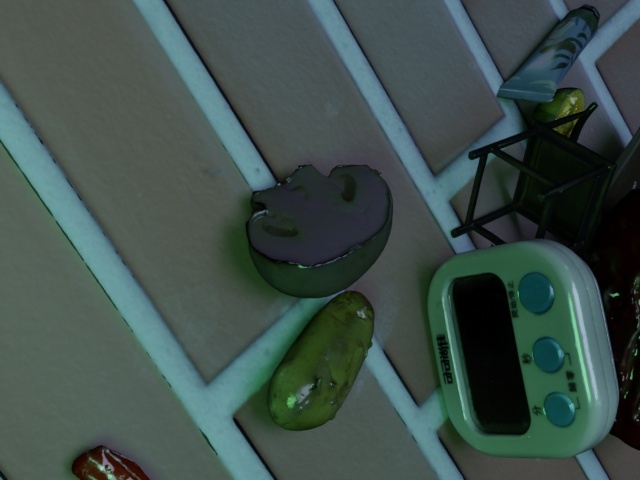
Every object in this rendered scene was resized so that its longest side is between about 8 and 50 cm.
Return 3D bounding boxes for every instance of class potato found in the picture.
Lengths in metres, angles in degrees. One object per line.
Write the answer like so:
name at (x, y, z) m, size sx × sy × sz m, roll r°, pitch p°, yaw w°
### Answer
potato at (0.002, 0.137, 1.043) m, size 0.188 × 0.085 × 0.105 m, roll -56°, pitch 153°, yaw -29°

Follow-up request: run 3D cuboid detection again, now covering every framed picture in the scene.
framed picture at (0.484, -0.063, 1.426) m, size 0.260 × 0.023 × 0.189 m, roll -48°, pitch 136°, yaw -33°

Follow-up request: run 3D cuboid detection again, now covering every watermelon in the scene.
watermelon at (0.349, -0.181, 1.367) m, size 0.105 × 0.062 × 0.105 m, roll -33°, pitch 138°, yaw -36°

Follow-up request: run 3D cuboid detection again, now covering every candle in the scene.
candle at (-0.123, 0.319, 0.937) m, size 0.329 × 0.048 × 0.051 m, roll 49°, pitch 66°, yaw -19°

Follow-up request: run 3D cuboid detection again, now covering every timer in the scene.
timer at (0.244, 0.131, 1.126) m, size 0.087 × 0.237 × 0.262 m, roll -8°, pitch 86°, yaw -38°

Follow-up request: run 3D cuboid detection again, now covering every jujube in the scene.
jujube at (0.476, 0.097, 1.283) m, size 0.258 × 0.258 × 0.377 m, roll 5°, pitch 108°, yaw -36°

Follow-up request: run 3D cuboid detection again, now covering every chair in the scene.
chair at (0.319, -0.071, 1.254) m, size 0.260 × 0.141 × 0.155 m, roll -23°, pitch 136°, yaw -34°

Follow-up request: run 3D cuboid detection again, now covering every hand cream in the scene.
hand cream at (0.362, -0.280, 1.398) m, size 0.256 × 0.088 × 0.055 m, roll -49°, pitch 140°, yaw -34°

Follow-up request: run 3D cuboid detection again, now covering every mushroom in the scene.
mushroom at (0.000, 0.000, 1.051) m, size 0.188 × 0.141 × 0.117 m, roll -29°, pitch 133°, yaw -32°
